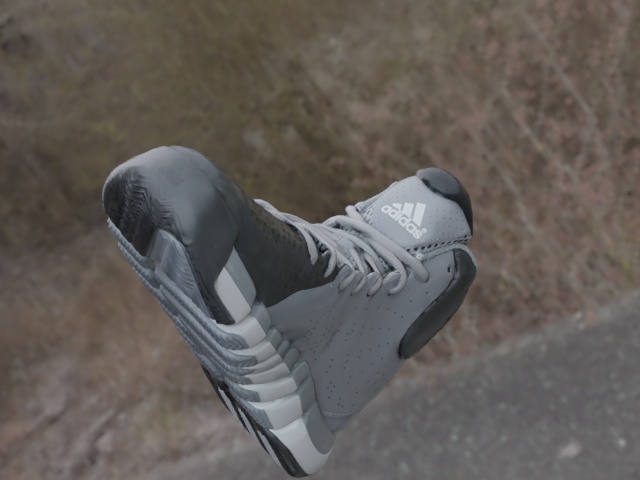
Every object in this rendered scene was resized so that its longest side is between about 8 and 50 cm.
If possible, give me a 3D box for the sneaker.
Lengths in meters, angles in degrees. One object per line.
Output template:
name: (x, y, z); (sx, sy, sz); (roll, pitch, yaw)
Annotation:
sneaker: (0.000, 0.000, 0.682); (0.132, 0.086, 0.228); (-40, -27, -11)
